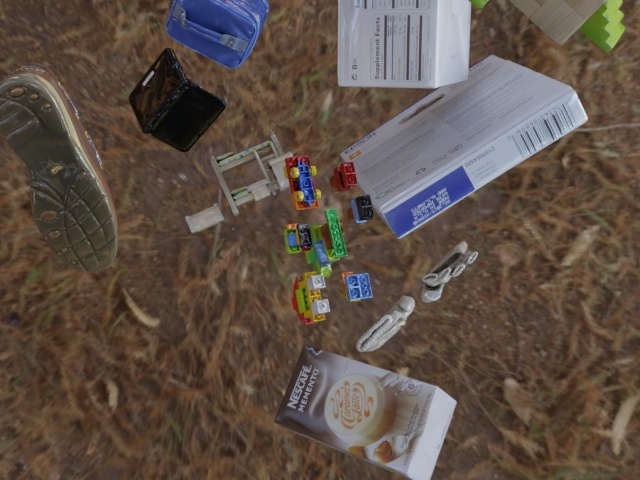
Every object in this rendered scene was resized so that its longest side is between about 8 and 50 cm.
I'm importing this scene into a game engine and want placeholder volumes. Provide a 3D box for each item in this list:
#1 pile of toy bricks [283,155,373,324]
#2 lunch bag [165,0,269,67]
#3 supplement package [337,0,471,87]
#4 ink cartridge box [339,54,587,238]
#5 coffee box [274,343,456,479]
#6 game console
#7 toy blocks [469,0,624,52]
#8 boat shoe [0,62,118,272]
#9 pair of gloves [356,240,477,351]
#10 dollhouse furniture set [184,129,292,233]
[{"bbox_3d":[0.000,0.000,1.150,0.118,0.105,0.212,-6,80,-25],"label":"pile of toy bricks"},{"bbox_3d":[-0.108,-0.226,0.883,0.098,0.065,0.067,25,127,-8],"label":"lunch bag"},{"bbox_3d":[0.131,-0.335,1.298,0.145,0.262,0.204,4,103,18],"label":"supplement package"},{"bbox_3d":[0.205,-0.159,1.378,0.324,0.330,0.071,-33,110,4],"label":"ink cartridge box"},{"bbox_3d":[0.069,0.271,1.375,0.246,0.098,0.141,13,74,32],"label":"coffee box"},{"bbox_3d":[-0.218,-0.211,1.320,0.122,0.071,0.107,-42,65,33],"label":"game console"},{"bbox_3d":[0.239,-0.399,0.911,0.381,0.261,0.191,41,55,0],"label":"toy blocks"},{"bbox_3d":[-0.201,-0.058,0.696,0.064,0.060,0.178,-10,121,7],"label":"boat shoe"},{"bbox_3d":[0.151,0.095,1.387,0.240,0.204,0.042,-43,84,0],"label":"pair of gloves"},{"bbox_3d":[-0.135,-0.095,1.332,0.181,0.161,0.101,-24,90,-6],"label":"dollhouse furniture set"}]
